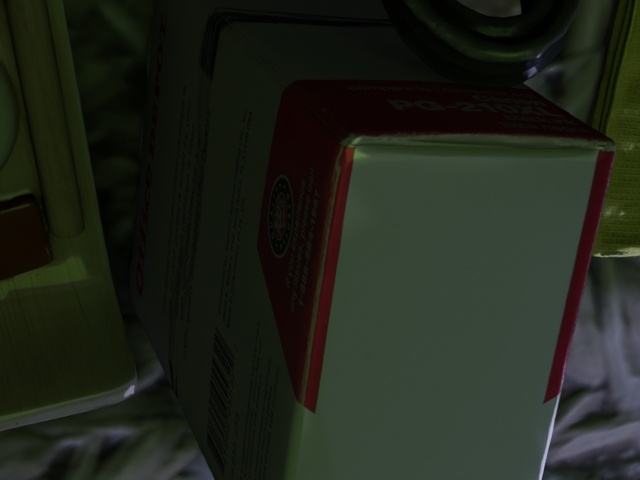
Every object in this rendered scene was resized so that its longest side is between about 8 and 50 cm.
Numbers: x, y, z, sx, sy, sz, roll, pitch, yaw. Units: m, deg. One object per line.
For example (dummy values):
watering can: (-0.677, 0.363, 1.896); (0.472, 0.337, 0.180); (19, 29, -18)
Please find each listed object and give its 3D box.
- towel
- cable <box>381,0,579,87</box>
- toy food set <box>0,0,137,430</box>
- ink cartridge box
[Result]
towel: (0.192, -0.100, 0.672); (0.102, 0.021, 0.237); (1, 113, -17)
cable: (0.034, -0.195, 0.472); (0.140, 0.287, 0.072); (9, 152, -10)
toy food set: (-0.192, -0.048, 0.473); (0.220, 0.092, 0.306); (-12, 124, -13)
ink cartridge box: (0.000, 0.000, 0.534); (0.100, 0.237, 0.171); (0, 114, -21)
